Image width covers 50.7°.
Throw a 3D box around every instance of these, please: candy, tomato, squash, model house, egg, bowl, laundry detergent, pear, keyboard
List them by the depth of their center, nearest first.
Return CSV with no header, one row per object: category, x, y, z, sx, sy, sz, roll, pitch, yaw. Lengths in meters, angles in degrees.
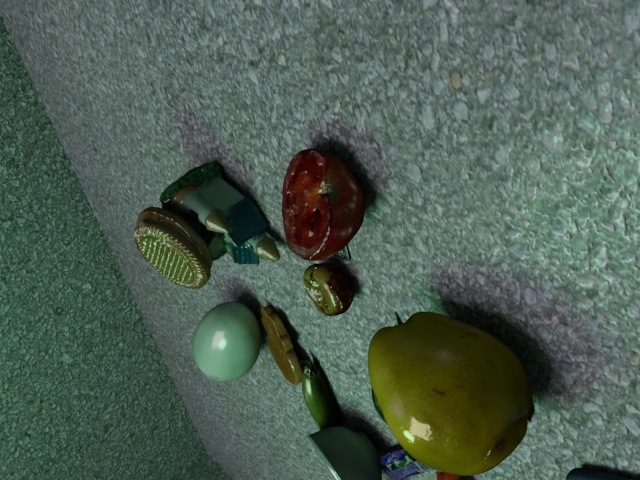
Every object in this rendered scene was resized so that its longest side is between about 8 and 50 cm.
laundry detergent,0.559,0.478,1.257,0.206,0.061,0.097,-24,92,61
pear,0.238,0.282,1.292,0.336,0.285,0.285,34,149,9
tomato,0.015,-0.070,1.411,0.200,0.139,0.233,-25,65,55
keyboard,0.000,0.000,1.644,0.198,0.010,0.064,21,136,46
model house,-0.253,-0.015,1.837,0.325,0.194,0.267,35,146,27
candy,0.251,0.603,1.868,0.088,0.061,0.312,51,151,9
bowl,0.101,0.674,2.061,0.289,0.146,0.289,51,166,17
squash,-0.004,0.499,2.127,0.087,0.087,0.331,18,133,48
egg,-0.313,0.338,2.267,0.230,0.230,0.371,44,146,18

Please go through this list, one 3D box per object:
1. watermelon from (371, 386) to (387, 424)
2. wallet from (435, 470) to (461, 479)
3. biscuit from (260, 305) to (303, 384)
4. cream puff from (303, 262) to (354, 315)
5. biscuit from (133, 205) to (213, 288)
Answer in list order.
watermelon,0.213,0.350,1.503,0.188,0.188,0.215,97,156,-52
wallet,0.342,0.696,1.735,0.142,0.045,0.204,105,161,-69
biscuit,-0.123,0.336,2.155,0.202,0.044,0.289,31,140,57
cream puff,0.024,0.113,1.654,0.149,0.084,0.149,36,143,33
biscuit,-0.395,0.022,1.813,0.259,0.079,0.259,25,146,18
